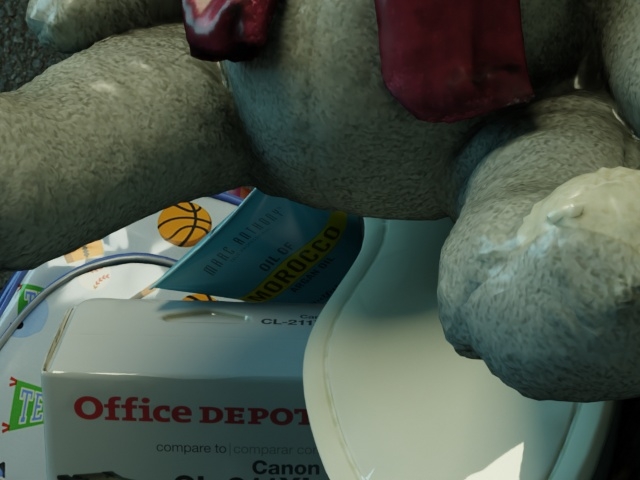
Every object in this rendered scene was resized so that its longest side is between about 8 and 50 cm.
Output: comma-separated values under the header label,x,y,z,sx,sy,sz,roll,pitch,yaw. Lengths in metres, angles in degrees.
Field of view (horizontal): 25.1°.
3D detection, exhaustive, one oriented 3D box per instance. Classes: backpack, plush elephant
label,x,y,z,sx,sy,sz,roll,pitch,yaw
backpack,-0.093,0.100,0.805,0.263,0.276,0.213,-62,9,-19
plush elephant,0.037,-0.138,0.471,0.330,0.272,0.255,-36,-47,-51

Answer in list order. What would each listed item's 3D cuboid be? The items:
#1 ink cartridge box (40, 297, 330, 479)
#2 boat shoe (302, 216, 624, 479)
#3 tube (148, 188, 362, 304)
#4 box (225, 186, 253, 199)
label,x,y,z,sx,sy,sz,roll,pitch,yaw
ink cartridge box,-0.052,0.120,0.634,0.072,0.127,0.175,-85,-5,-69
boat shoe,0.063,0.034,0.561,0.319,0.116,0.099,-91,-19,-60
tube,0.003,0.008,0.697,0.080,0.052,0.207,-47,-27,15
box,-0.077,0.071,1.351,0.257,0.122,0.128,125,167,-61
